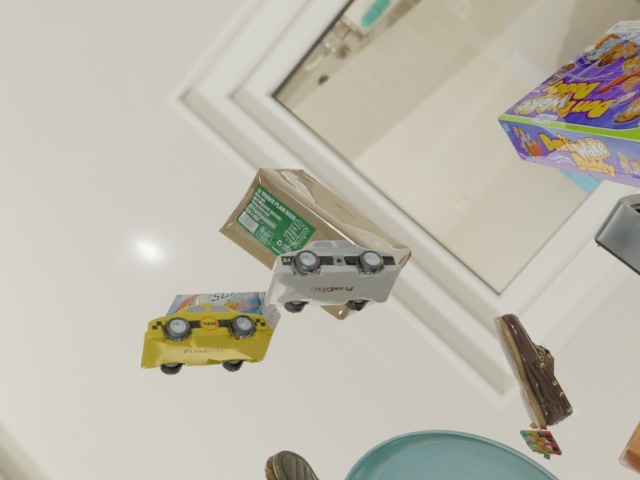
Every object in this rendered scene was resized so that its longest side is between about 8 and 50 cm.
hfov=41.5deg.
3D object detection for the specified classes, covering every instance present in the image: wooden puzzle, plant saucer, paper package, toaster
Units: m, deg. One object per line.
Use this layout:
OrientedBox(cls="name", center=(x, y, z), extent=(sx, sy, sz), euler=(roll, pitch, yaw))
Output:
OrientedBox(cls="wooden puzzle", center=(0.331, 0.303, 1.268), extent=(0.049, 0.006, 0.083), euler=(-9, 124, 42))
OrientedBox(cls="plant saucer", center=(0.163, 0.343, 0.909), extent=(0.317, 0.317, 0.043), euler=(42, -150, 12))
OrientedBox(cls="paper package", center=(0.000, 0.000, 1.793), extent=(0.325, 0.168, 0.309), euler=(37, -168, 11))
OrientedBox(cls="toaster", center=(0.652, -0.007, 1.672), extent=(0.168, 0.110, 0.185), euler=(-8, -139, -43))

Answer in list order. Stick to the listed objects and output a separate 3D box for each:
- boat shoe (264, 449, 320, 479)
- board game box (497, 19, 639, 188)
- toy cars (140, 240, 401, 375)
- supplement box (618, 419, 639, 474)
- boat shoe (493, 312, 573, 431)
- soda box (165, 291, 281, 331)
OrientedBox(cls="boat shoe", center=(-0.048, 0.534, 1.750), extent=(0.307, 0.104, 0.111), euler=(53, -155, -42))
OrientedBox(cls="board game box", center=(0.405, -0.177, 1.042), extent=(0.078, 0.233, 0.347), euler=(53, 174, -20))
OrientedBox(cls="toy cars", center=(-0.080, 0.085, 1.211), extent=(0.176, 0.393, 0.087), euler=(49, -161, -49))
OrientedBox(cls="supplement box", center=(0.450, 0.182, 1.018), extent=(0.078, 0.233, 0.080), euler=(28, 159, 24))
OrientedBox(cls="boat shoe", center=(0.351, 0.209, 1.394), extent=(0.073, 0.073, 0.207), euler=(-135, 21, -80))
OrientedBox(cls="soda box", center=(-0.160, 0.125, 1.368), extent=(0.063, 0.183, 0.058), euler=(61, -143, -38))
